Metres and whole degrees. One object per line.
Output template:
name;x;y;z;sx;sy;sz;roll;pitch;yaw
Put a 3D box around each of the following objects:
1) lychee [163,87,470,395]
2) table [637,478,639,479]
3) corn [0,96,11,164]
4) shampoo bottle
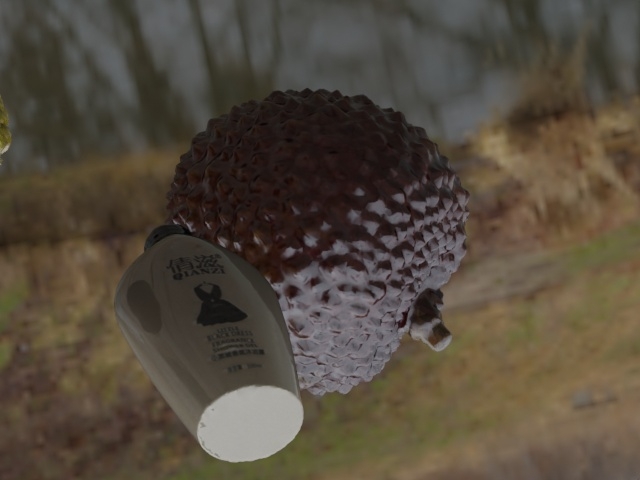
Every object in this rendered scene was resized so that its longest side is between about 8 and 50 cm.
lychee;0.000;0.000;1.716;0.276;0.304;0.276;-46;167;-14
table;0.270;0.221;1.423;0.079;0.083;0.062;-33;143;-15
corn;-0.350;-0.177;1.533;0.130;0.347;0.130;-25;151;-15
shampoo bottle;-0.087;0.066;1.435;0.127;0.078;0.257;-9;-148;-16
